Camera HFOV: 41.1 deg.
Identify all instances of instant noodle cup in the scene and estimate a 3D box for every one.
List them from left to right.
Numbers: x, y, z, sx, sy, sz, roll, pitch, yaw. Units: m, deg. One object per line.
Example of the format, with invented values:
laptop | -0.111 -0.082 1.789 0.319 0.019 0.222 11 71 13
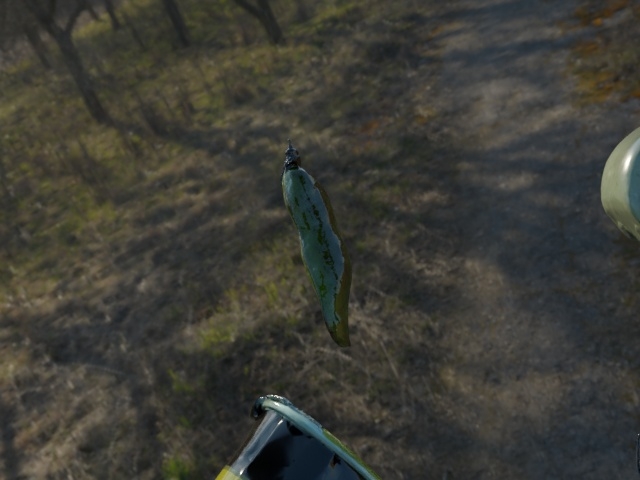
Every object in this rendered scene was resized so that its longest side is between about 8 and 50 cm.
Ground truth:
instant noodle cup | -0.048 0.294 0.772 0.236 0.215 0.215 -45 26 -20

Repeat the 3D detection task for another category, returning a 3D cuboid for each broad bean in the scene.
broad bean | 0.000 0.000 1.327 0.077 0.339 0.061 -4 -22 -40

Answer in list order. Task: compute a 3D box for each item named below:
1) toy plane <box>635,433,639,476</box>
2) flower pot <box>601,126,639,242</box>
toy plane | 0.313 0.212 0.767 0.031 0.120 0.049 -2 2 -25
flower pot | 0.429 0.001 0.672 0.254 0.367 0.164 -43 -2 6
